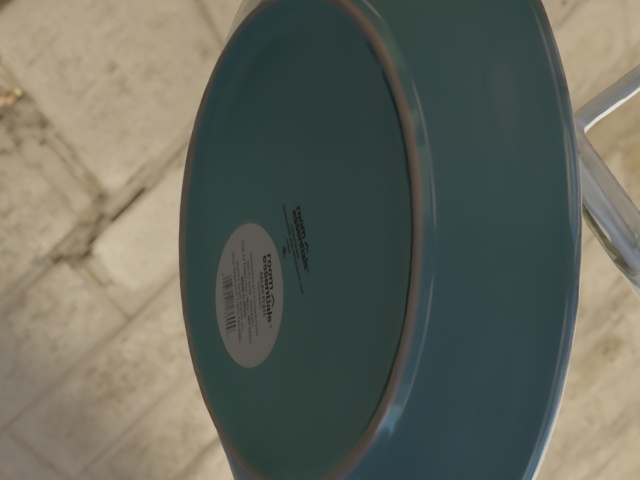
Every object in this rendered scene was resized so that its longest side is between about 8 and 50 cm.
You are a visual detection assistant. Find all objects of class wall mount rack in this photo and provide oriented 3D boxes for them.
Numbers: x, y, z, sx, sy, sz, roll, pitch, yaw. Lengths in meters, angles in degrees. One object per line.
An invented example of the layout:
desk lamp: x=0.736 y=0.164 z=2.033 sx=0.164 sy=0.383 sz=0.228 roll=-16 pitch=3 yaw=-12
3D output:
wall mount rack: x=0.258 y=0.042 z=0.911 sx=0.130 sy=0.304 sz=0.350 roll=-36 pitch=118 yaw=8

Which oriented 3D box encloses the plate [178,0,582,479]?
plate: x=0.000 y=0.000 z=0.423 sx=0.024 sy=0.188 sz=0.188 roll=0 pitch=129 yaw=-30
